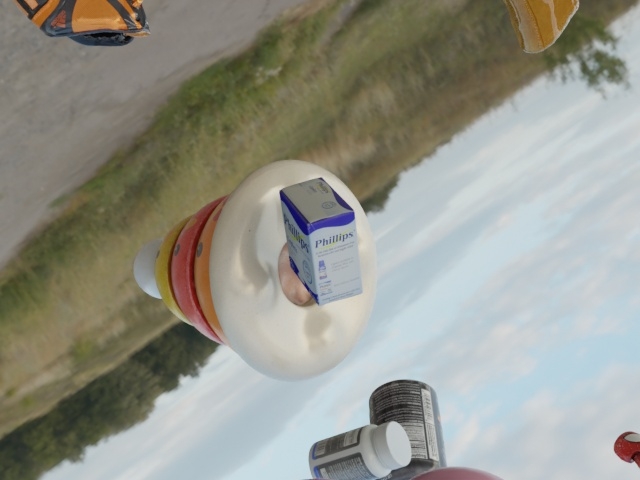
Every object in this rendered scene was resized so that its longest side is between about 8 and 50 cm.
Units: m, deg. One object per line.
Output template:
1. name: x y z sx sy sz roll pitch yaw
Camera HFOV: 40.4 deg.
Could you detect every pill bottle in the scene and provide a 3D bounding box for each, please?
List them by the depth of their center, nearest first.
1. pill bottle: 0.058 0.313 1.267 0.137 0.078 0.078 -25 -174 28
2. pill bottle: 0.154 0.377 1.527 0.130 0.130 0.245 -35 -144 29

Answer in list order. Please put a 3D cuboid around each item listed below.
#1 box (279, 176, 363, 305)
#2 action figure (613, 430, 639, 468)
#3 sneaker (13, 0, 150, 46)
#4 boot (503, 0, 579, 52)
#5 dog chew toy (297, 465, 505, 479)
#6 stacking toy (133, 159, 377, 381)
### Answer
1. box: 0.000 0.000 1.235 0.072 0.137 0.126 -16 -149 -15
2. action figure: 0.169 0.100 0.337 0.115 0.038 0.030 15 -104 40
3. sneaker: -0.250 -0.364 1.150 0.321 0.180 0.125 -35 -169 -18
4. boot: 0.207 -0.344 0.819 0.104 0.211 0.295 7 -115 31
5. dog chew toy: -0.012 0.231 0.484 0.332 0.206 0.206 -22 -179 0
6. stacking toy: -0.174 0.057 1.508 0.480 0.350 0.351 -4 -156 44
